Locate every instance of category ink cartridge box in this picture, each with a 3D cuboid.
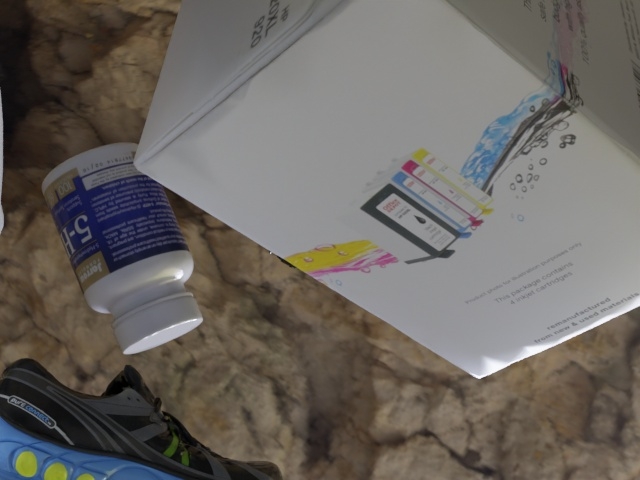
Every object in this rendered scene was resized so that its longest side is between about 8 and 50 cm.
[{"bbox_3d":[0.060,-0.075,0.498,0.233,0.168,0.171,33,-137,-28],"label":"ink cartridge box"}]

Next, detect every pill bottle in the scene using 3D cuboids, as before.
[{"bbox_3d":[-0.189,0.010,0.980,0.112,0.112,0.186,-21,-101,-21],"label":"pill bottle"}]

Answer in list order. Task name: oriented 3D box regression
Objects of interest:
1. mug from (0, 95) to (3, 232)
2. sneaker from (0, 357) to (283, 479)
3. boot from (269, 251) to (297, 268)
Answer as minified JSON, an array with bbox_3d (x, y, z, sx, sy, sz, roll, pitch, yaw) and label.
[{"bbox_3d":[-0.225,0.065,0.280,0.276,0.374,0.328,22,-78,-51],"label":"mug"},{"bbox_3d":[-0.089,0.108,0.533,0.188,0.067,0.078,26,-132,-36],"label":"sneaker"},{"bbox_3d":[0.000,0.001,0.970,0.045,0.121,0.099,-56,-24,-28],"label":"boot"}]
